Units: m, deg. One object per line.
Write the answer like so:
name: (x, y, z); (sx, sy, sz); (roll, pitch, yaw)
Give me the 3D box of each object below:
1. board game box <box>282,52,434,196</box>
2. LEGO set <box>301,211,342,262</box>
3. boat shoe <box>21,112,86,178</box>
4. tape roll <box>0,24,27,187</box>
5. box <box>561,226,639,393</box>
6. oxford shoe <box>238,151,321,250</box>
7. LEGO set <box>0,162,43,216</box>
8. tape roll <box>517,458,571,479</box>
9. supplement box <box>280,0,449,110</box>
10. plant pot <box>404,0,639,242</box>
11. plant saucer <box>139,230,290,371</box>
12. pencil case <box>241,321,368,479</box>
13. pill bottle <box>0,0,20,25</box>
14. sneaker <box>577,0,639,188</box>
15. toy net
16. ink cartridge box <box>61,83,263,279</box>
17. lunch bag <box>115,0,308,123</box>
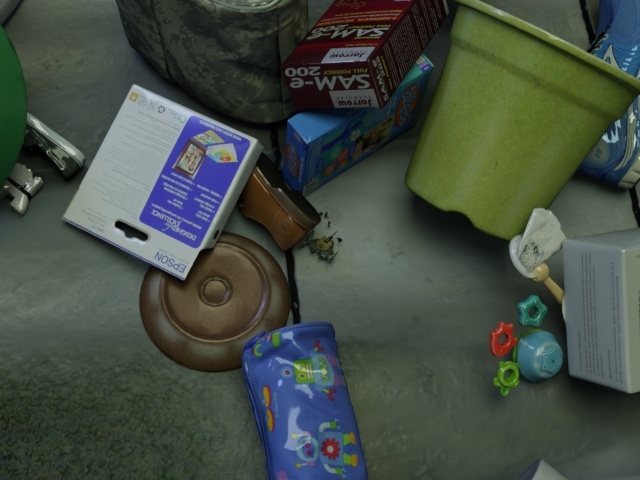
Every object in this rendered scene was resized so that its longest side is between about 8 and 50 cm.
board game box: (0.047, -0.158, 1.490); (0.210, 0.160, 0.047); (-33, 72, -18)
LEGO set: (0.002, -0.001, 1.496); (0.054, 0.023, 0.083); (11, 53, -3)
boat shoe: (-0.386, -0.135, 1.501); (0.142, 0.049, 0.040); (33, 68, 7)
tape roll: (-0.531, -0.172, 1.396); (0.321, 0.077, 0.321); (2, 96, 15)
box: (0.410, 0.079, 1.381); (0.181, 0.119, 0.181); (-9, 100, -26)
oxford shoe: (-0.091, -0.073, 1.494); (0.076, 0.076, 0.212); (-49, 61, 19)
LEGO set: (-0.457, -0.146, 1.474); (0.227, 0.087, 0.093); (38, 74, 10)
tape roll: (0.242, 0.389, 1.221); (0.169, 0.246, 0.246); (35, 68, 11)
supplement box: (0.061, -0.261, 1.424); (0.130, 0.073, 0.239); (1, 40, 30)
plant pot: (0.242, -0.145, 1.437); (0.276, 0.276, 0.254); (27, 102, 7)
plant saucer: (-0.137, 0.072, 1.440); (0.198, 0.036, 0.199); (2, 66, -5)
pencil case: (-0.018, 0.248, 1.324); (0.133, 0.119, 0.306); (6, 61, -35)
pill bottle: (-0.618, -0.451, 1.520); (0.407, 0.229, 0.229); (23, 66, 5)
sneaker: (0.403, -0.240, 1.577); (0.147, 0.130, 0.330); (12, 66, -3)
toy net: (0.257, 0.073, 1.398); (0.122, 0.045, 0.232); (-7, 101, -22)
ink cartridge box: (-0.209, -0.076, 1.460); (0.206, 0.045, 0.208); (26, 85, 19)
lunch bag: (-0.124, -0.313, 1.470); (0.212, 0.305, 0.256); (-40, 72, -17)
